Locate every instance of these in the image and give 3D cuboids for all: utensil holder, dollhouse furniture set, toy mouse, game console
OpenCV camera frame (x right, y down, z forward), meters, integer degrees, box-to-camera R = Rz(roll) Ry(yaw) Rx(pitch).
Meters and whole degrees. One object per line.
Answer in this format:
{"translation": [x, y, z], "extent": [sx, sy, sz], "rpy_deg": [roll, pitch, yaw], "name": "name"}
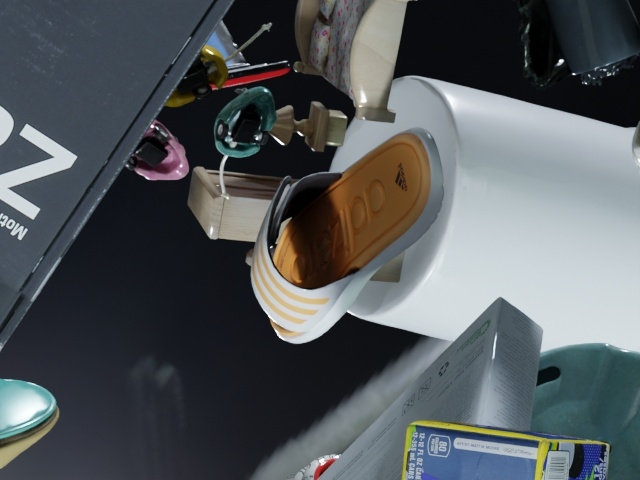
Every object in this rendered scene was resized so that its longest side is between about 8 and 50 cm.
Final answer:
{"translation": [0.237, -0.016, 2.295], "extent": [0.327, 0.385, 0.327], "rpy_deg": [-29, -125, 54], "name": "utensil holder"}
{"translation": [-0.011, -0.172, 1.832], "extent": [0.303, 0.174, 0.355], "rpy_deg": [-130, -133, -67], "name": "dollhouse furniture set"}
{"translation": [-0.090, -0.083, 1.312], "extent": [0.161, 0.143, 0.031], "rpy_deg": [-25, -130, 2], "name": "toy mouse"}
{"translation": [-0.123, -0.184, 1.764], "extent": [0.124, 0.144, 0.085], "rpy_deg": [-6, -82, 56], "name": "game console"}

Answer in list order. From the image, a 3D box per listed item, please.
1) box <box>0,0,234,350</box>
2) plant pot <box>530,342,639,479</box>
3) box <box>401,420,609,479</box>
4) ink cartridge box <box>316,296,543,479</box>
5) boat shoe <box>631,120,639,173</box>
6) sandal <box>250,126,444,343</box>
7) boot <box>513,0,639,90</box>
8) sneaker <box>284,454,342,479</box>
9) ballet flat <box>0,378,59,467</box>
{"translation": [-0.273, -0.136, 0.923], "extent": [0.318, 0.395, 0.097], "rpy_deg": [-55, -163, 1], "name": "box"}
{"translation": [0.243, 0.272, 1.499], "extent": [0.341, 0.334, 0.341], "rpy_deg": [-9, -125, 13], "name": "plant pot"}
{"translation": [0.059, 0.151, 0.654], "extent": [0.059, 0.054, 0.169], "rpy_deg": [4, -95, 35], "name": "box"}
{"translation": [0.050, 0.172, 1.158], "extent": [0.223, 0.045, 0.224], "rpy_deg": [-48, -169, 33], "name": "ink cartridge box"}
{"translation": [0.260, -0.065, 1.280], "extent": [0.098, 0.096, 0.277], "rpy_deg": [-162, -116, -65], "name": "boat shoe"}
{"translation": [-0.002, -0.010, 1.337], "extent": [0.265, 0.076, 0.102], "rpy_deg": [-46, -131, 53], "name": "sandal"}
{"translation": [0.140, -0.213, 1.328], "extent": [0.094, 0.207, 0.246], "rpy_deg": [-21, -166, -13], "name": "boot"}
{"translation": [0.066, 0.282, 1.707], "extent": [0.145, 0.270, 0.090], "rpy_deg": [-45, -146, 39], "name": "sneaker"}
{"translation": [-0.297, 0.159, 1.380], "extent": [0.080, 0.232, 0.073], "rpy_deg": [38, -62, 29], "name": "ballet flat"}
